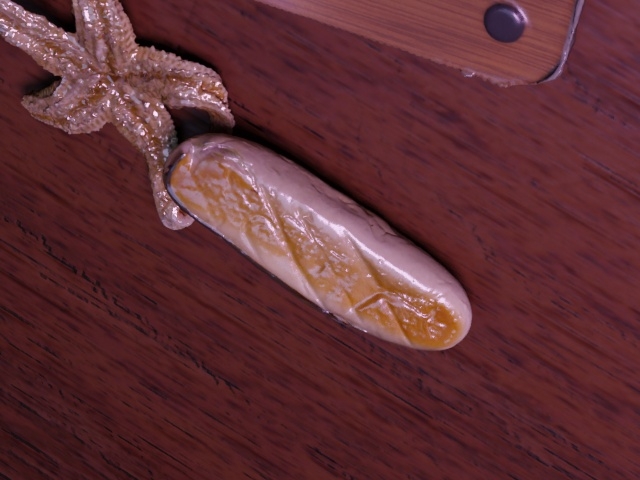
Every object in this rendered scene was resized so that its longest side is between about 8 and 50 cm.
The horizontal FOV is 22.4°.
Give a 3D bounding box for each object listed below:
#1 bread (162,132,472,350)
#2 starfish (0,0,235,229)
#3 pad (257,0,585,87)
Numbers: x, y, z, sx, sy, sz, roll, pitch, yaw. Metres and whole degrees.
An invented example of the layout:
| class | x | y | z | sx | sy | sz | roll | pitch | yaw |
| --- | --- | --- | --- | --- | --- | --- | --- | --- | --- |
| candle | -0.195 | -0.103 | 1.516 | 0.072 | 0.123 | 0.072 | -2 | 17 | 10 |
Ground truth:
| class | x | y | z | sx | sy | sz | roll | pitch | yaw |
| --- | --- | --- | --- | --- | --- | --- | --- | --- | --- |
| bread | -0.001 | 0.000 | 1.007 | 0.214 | 0.053 | 0.073 | 32 | 116 | -4 |
| starfish | -0.136 | -0.095 | 1.021 | 0.150 | 0.053 | 0.209 | -9 | 118 | 36 |
| pad | 0.026 | -0.239 | 0.867 | 0.286 | 0.018 | 0.284 | 21 | 128 | 15 |
